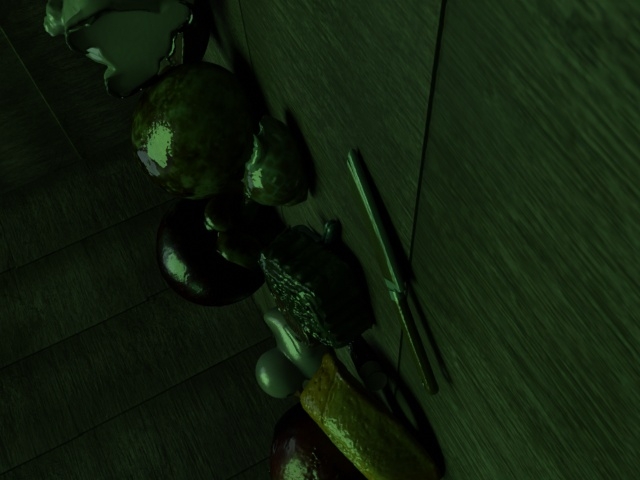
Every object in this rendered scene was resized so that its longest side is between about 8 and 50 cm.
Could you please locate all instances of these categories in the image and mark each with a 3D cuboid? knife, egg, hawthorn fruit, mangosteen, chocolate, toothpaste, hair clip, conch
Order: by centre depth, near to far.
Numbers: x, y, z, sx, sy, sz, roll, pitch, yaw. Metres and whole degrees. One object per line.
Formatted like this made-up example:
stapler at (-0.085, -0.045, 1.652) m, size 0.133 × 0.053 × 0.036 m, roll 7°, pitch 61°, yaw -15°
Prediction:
knife at (0.095, 0.045, 0.908) m, size 0.061 × 0.027 × 0.343 m, roll -144°, pitch 32°, yaw -77°
conch at (-0.069, -0.114, 1.145) m, size 0.116 × 0.106 × 0.173 m, roll -92°, pitch 5°, yaw -56°
hair clip at (0.000, 0.000, 1.257) m, size 0.083 × 0.048 × 0.275 m, roll 66°, pitch 165°, yaw -2°
egg at (-0.227, -0.204, 1.320) m, size 0.238 × 0.238 × 0.289 m, roll 62°, pitch 160°, yaw 13°
toothpaste at (0.076, 0.221, 1.385) m, size 0.193 × 0.045 × 0.071 m, roll -125°, pitch 22°, yaw -61°
chocolate at (-0.279, -0.451, 1.419) m, size 0.261 × 0.083 × 0.161 m, roll 55°, pitch 149°, yaw 37°
hawthorn fruit at (0.031, 0.463, 1.539) m, size 0.316 × 0.316 × 0.316 m, roll 60°, pitch 169°, yaw 20°
chocolate at (-0.043, 0.144, 1.635) m, size 0.148 × 0.093 × 0.214 m, roll 69°, pitch 168°, yaw -20°
mangosteen at (-0.243, 0.009, 1.769) m, size 0.330 × 0.330 × 0.330 m, roll 60°, pitch 169°, yaw 20°

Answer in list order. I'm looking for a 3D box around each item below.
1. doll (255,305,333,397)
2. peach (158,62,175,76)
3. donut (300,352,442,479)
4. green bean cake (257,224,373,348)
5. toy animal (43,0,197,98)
doll at (-0.086, 0.298, 1.895) m, size 0.251 × 0.221 × 0.221 m, roll 64°, pitch 170°, yaw -1°
peach at (-0.309, -0.303, 1.739) m, size 0.251 × 0.153 × 0.251 m, roll 162°, pitch 90°, yaw -79°
donut at (0.079, 0.345, 1.302) m, size 0.303 × 0.110 × 0.303 m, roll 46°, pitch 170°, yaw 11°
green bean cake at (-0.011, 0.084, 1.214) m, size 0.181 × 0.094 × 0.173 m, roll 36°, pitch 159°, yaw 40°
toy animal at (-0.365, -0.439, 1.264) m, size 0.194 × 0.258 × 0.357 m, roll 75°, pitch 173°, yaw -55°
